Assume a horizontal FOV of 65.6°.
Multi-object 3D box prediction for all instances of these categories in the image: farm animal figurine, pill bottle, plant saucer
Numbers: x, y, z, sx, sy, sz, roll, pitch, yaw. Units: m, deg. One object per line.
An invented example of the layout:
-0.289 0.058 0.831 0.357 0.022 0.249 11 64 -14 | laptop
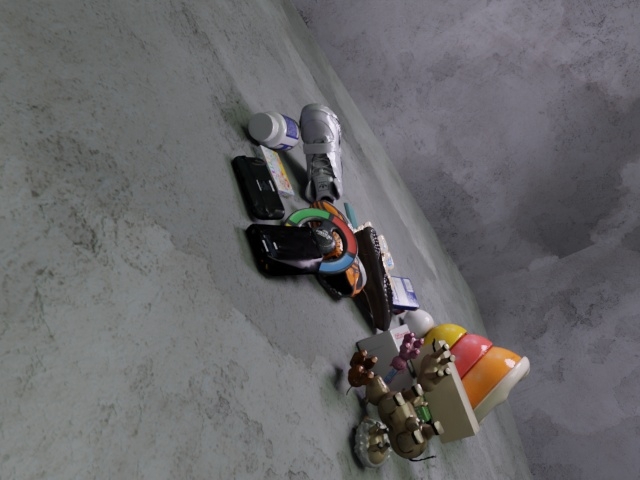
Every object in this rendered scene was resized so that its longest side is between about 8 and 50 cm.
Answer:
0.207 0.416 1.306 0.331 0.172 0.326 6 54 -24 | farm animal figurine
-0.145 -0.344 1.555 0.112 0.112 0.187 64 19 5 | pill bottle
0.134 -0.074 2.032 0.067 0.018 0.192 42 29 -44 | plant saucer

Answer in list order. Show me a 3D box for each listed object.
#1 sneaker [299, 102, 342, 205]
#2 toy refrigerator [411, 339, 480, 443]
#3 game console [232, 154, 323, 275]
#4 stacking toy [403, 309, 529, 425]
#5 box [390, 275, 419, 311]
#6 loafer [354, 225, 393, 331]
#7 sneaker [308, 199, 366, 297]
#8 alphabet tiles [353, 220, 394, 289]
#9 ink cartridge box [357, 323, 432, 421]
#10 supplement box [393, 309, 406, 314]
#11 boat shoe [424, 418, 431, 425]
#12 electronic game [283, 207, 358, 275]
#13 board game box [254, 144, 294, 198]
0.009 -0.265 1.670 0.365 0.138 0.210 76 11 -50 | sneaker
0.362 0.439 1.459 0.094 0.102 0.269 18 50 -63 | toy refrigerator
-0.123 -0.071 1.300 0.213 0.044 0.361 3 57 -50 | game console
0.518 0.440 1.929 0.480 0.350 0.351 44 11 25 | stacking toy
0.271 0.197 1.908 0.225 0.036 0.136 12 48 -34 | box
0.157 0.134 1.668 0.134 0.130 0.365 -42 120 -70 | loafer
0.040 0.025 1.514 0.321 0.125 0.180 63 19 3 | sneaker
0.185 0.077 1.821 0.284 0.021 0.277 -27 97 -54 | alphabet tiles
0.245 0.410 1.526 0.201 0.117 0.278 9 56 -66 | ink cartridge box
0.297 0.256 1.964 0.083 0.043 0.055 37 32 -50 | supplement box
0.349 0.603 1.645 0.049 0.040 0.142 57 21 -13 | boat shoe
0.000 0.000 1.409 0.229 0.048 0.229 13 50 -16 | electronic game
-0.140 -0.208 1.516 0.103 0.026 0.154 8 56 -66 | board game box
